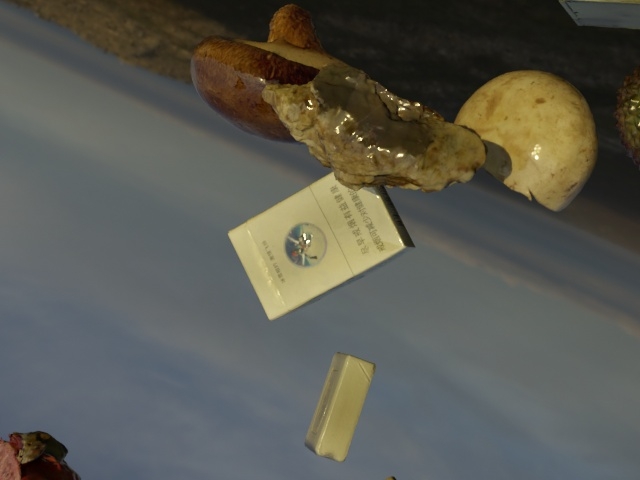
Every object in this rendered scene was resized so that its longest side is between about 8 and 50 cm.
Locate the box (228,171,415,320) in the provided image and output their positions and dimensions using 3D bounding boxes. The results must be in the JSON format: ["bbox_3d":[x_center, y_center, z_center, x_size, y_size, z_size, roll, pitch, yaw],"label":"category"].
[{"bbox_3d":[0.000,0.000,1.515,0.164,0.256,0.069,64,-163,9],"label":"box"}]

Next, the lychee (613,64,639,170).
[{"bbox_3d":[0.401,-0.139,1.035,0.171,0.171,0.171,24,-176,-2],"label":"lychee"}]

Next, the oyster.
[{"bbox_3d":[0.064,-0.164,1.370,0.341,0.166,0.110,35,172,14],"label":"oyster"}]

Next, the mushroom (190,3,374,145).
[{"bbox_3d":[-0.057,-0.279,1.730,0.345,0.239,0.345,-6,-150,4],"label":"mushroom"}]

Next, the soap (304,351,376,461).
[{"bbox_3d":[0.036,0.295,1.692,0.064,0.183,0.121,20,172,-8],"label":"soap"}]

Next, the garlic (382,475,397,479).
[{"bbox_3d":[0.110,0.471,1.756,0.041,0.083,0.053,48,-153,-15],"label":"garlic"}]

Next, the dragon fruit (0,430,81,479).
[{"bbox_3d":[-0.391,0.434,1.288,0.314,0.296,0.263,-26,138,32],"label":"dragon fruit"}]

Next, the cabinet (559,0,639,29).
[{"bbox_3d":[0.562,-0.472,1.699,0.206,0.150,0.145,13,179,31],"label":"cabinet"}]

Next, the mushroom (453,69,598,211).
[{"bbox_3d":[0.360,-0.179,1.566,0.195,0.189,0.253,11,-147,-49],"label":"mushroom"}]
